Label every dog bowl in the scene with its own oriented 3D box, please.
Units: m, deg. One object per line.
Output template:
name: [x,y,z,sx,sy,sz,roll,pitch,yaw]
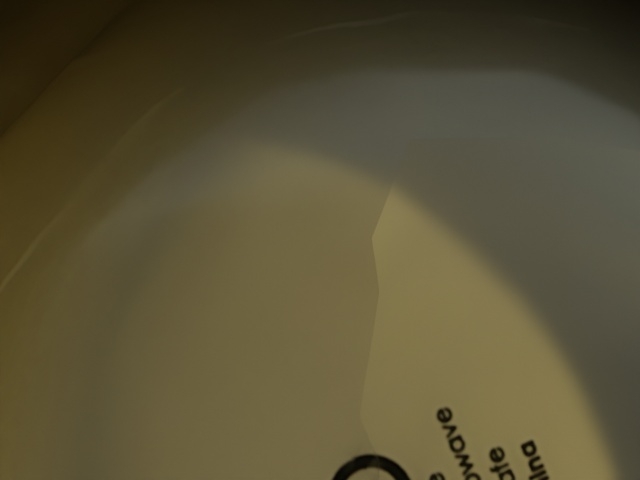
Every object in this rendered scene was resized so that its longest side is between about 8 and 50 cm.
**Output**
dog bowl: [0.030,0.066,0.352,0.408,0.407,0.150,12,-5,-10]
